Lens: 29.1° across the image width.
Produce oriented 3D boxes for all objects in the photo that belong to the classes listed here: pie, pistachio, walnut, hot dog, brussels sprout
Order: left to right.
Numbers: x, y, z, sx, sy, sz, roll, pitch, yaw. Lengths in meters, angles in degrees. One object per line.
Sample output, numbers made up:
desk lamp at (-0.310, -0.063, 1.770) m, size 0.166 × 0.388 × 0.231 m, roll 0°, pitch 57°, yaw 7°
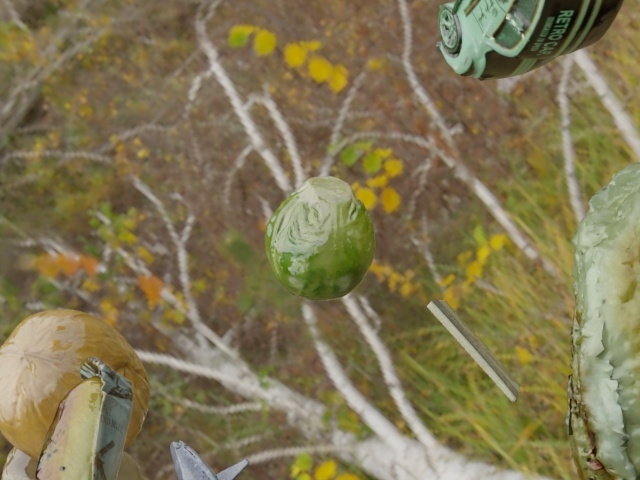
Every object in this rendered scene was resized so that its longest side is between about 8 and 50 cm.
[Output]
hot dog at (-0.234, 0.241, 1.137) m, size 0.162 × 0.082 × 0.270 m, roll 132°, pitch 152°, yaw -64°
walnut at (-0.318, 0.189, 1.551) m, size 0.193 × 0.226 × 0.193 m, roll -10°, pitch 64°, yaw 21°
pistachio at (-0.333, 0.328, 1.669) m, size 0.129 × 0.206 × 0.131 m, roll -65°, pitch 28°, yaw 6°
brussels sprout at (-0.001, 0.001, 1.539) m, size 0.155 × 0.155 × 0.118 m, roll -18°, pitch 2°, yaw 44°
pie at (0.420, 0.092, 1.271) m, size 0.180 × 0.395 × 0.417 m, roll -179°, pitch 93°, yaw -71°

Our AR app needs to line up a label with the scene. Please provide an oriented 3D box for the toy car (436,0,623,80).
toy car at (0.213, -0.233, 1.179) m, size 0.306 × 0.136 × 0.125 m, roll 111°, pitch 142°, yaw -64°

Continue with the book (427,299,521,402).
book at (0.290, 0.199, 2.276) m, size 0.018 × 0.228 × 0.322 m, roll -43°, pitch -8°, yaw 5°

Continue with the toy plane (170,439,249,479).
toy plane at (-0.050, 0.268, 1.051) m, size 0.088 × 0.212 × 0.267 m, roll -30°, pitch 59°, yaw -1°
